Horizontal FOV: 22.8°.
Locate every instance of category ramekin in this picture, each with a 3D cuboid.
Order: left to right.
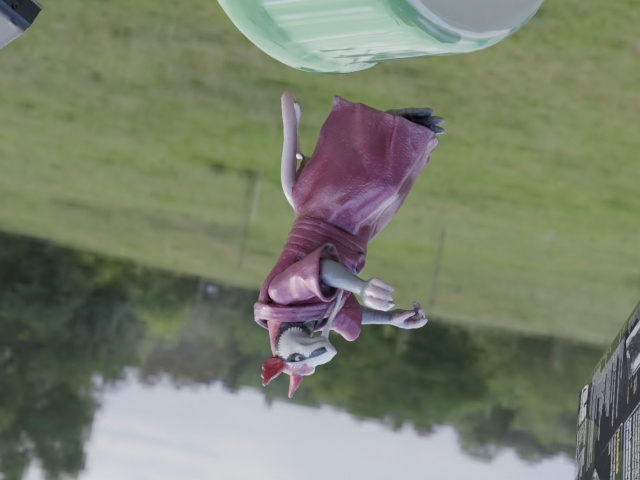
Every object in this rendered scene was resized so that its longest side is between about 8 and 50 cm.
[{"bbox_3d":[0.056,-0.271,1.145,0.148,0.303,0.303,6,175,42],"label":"ramekin"}]

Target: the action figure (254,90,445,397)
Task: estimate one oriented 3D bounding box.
[{"bbox_3d":[0.000,0.000,1.843,0.276,0.370,0.248,22,160,14],"label":"action figure"}]

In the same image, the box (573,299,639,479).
[{"bbox_3d":[0.254,0.147,1.109,0.076,0.242,0.307,20,-140,-5],"label":"box"}]

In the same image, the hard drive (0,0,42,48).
[{"bbox_3d":[-0.239,-0.159,0.928,0.135,0.022,0.094,41,146,-22],"label":"hard drive"}]
